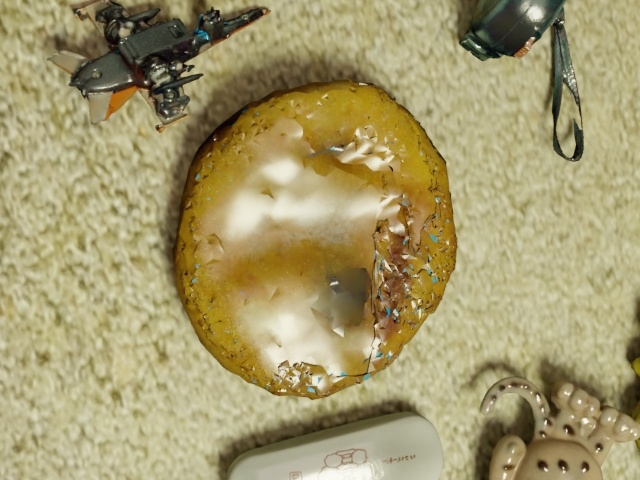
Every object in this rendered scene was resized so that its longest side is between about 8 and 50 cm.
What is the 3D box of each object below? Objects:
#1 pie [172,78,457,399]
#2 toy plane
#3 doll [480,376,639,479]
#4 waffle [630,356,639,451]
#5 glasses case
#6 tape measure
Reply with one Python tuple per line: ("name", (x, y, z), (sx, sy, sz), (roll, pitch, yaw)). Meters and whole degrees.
("pie", (0.000, -0.001, 0.941), (0.273, 0.069, 0.273), (-1, 96, -13))
("toy plane", (-0.121, -0.160, 0.906), (0.188, 0.062, 0.135), (-30, 74, -12))
("doll", (0.178, 0.257, 0.980), (0.154, 0.119, 0.278), (22, 83, 0))
("waffle", (0.428, 0.137, 1.054), (0.329, 0.062, 0.329), (-1, 96, -13))
("glasses case", (0.013, 0.202, 0.968), (0.193, 0.049, 0.074), (-11, 97, -11))
("tape measure", (0.208, -0.165, 0.959), (0.104, 0.107, 0.180), (-43, 99, -11))
